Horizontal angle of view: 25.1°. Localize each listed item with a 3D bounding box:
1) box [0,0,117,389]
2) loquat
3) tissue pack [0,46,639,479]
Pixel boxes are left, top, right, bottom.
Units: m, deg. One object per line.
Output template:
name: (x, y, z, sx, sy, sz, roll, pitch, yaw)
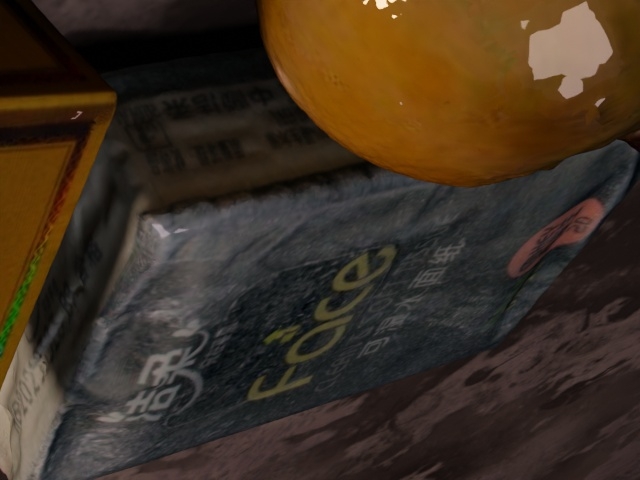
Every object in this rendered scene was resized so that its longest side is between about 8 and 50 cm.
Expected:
box: (-0.229, 0.017, 0.440, 0.301, 0.084, 0.193, -9, 135, -46)
loquat: (0.052, -0.103, 0.525, 0.204, 0.149, 0.172, 31, 145, -27)
tissue pack: (0.000, 0.000, 0.707, 0.315, 0.103, 0.228, -13, 149, -35)
